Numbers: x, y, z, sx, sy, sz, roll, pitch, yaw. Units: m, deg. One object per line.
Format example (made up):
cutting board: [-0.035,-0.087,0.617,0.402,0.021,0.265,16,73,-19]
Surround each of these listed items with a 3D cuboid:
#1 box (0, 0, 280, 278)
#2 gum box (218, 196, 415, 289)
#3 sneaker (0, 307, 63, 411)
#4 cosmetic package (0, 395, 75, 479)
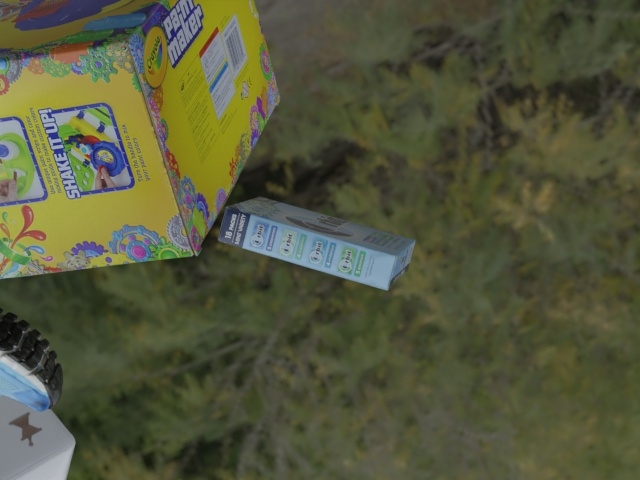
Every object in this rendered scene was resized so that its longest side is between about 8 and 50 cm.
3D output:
box: [-0.213,-0.113,1.220,0.279,0.177,0.290,-7,-153,16]
gum box: [0.000,0.000,1.621,0.184,0.041,0.157,15,-171,9]
sneaker: [-0.245,0.076,0.992,0.063,0.162,0.073,-52,165,-76]
cosmetic package: [-0.566,0.320,2.016,0.329,0.327,0.394,-28,156,-34]
